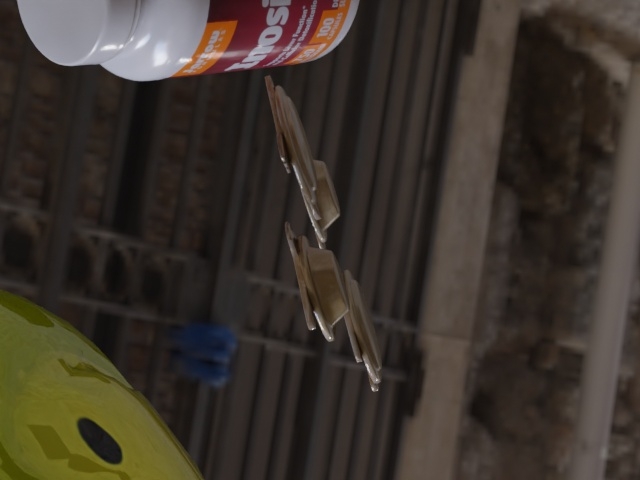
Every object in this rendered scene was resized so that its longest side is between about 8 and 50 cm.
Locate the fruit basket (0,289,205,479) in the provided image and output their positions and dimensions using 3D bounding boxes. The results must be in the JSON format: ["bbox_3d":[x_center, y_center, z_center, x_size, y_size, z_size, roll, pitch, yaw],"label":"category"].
[{"bbox_3d":[-0.167,0.063,0.417,0.392,0.283,0.392,-10,173,-1],"label":"fruit basket"}]

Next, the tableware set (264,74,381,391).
[{"bbox_3d":[0.000,0.000,0.844,0.020,0.141,0.169,-17,160,7],"label":"tableware set"}]

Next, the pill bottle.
[{"bbox_3d":[-0.060,-0.118,0.733,0.086,0.086,0.152,3,-168,44],"label":"pill bottle"}]
